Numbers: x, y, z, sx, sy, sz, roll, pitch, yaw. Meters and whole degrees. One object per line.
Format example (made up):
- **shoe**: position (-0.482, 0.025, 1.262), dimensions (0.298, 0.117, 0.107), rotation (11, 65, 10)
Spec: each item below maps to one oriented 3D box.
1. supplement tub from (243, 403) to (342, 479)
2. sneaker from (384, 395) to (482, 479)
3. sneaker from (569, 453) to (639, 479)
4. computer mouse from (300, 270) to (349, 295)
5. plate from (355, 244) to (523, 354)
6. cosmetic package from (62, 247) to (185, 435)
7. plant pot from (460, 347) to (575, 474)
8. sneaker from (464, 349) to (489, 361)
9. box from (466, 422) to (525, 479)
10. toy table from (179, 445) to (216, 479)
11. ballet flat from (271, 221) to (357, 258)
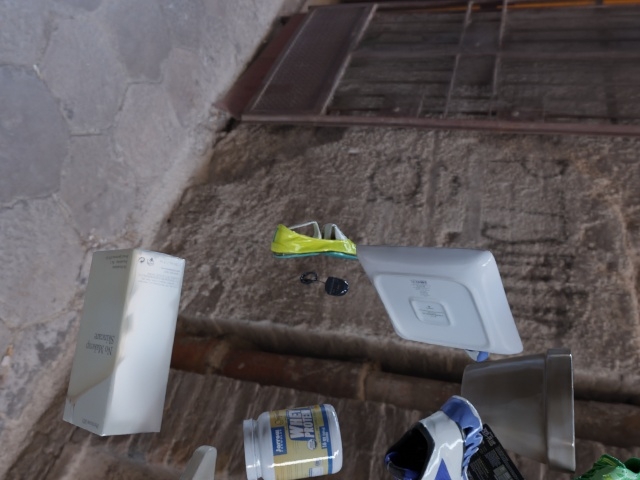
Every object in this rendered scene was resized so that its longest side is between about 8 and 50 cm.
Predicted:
- **supplement tub**: position (-0.062, 0.439, 1.111), dimensions (0.144, 0.200, 0.144), rotation (175, -90, -82)
- **sneaker**: position (0.216, 0.481, 1.057), dimensions (0.127, 0.182, 0.315), rotation (30, -55, 59)
- **sneaker**: position (0.693, 0.597, 1.279), dimensions (0.109, 0.296, 0.123), rotation (177, -87, -67)
- **computer mouse**: position (0.016, 0.162, 1.937), dimensions (0.041, 0.242, 0.071), rotation (19, 85, -46)
- **plate**: position (0.220, 0.123, 0.988), dimensions (0.045, 0.277, 0.278), rotation (-55, 131, -34)
- **cosmetic package**: position (-0.354, 0.177, 0.932), dimensions (0.113, 0.160, 0.309), rotation (19, 72, -46)
- **plant pot**: position (0.546, 0.449, 1.418), dimensions (0.323, 0.280, 0.323), rotation (4, 86, -63)
- **sneaker**: position (0.443, 0.301, 1.673), dimensions (0.131, 0.112, 0.296), rotation (-44, 111, -26)
- **box**: position (0.392, 0.557, 1.226), dimensions (0.077, 0.147, 0.180), rotation (54, 4, -29)
- **toy table**: position (-0.233, 0.482, 0.834), dimensions (0.161, 0.274, 0.252), rotation (21, 83, -66)
- **ballet flat**: position (0.000, 0.000, 1.087), dimensions (0.231, 0.077, 0.077), rotation (3, 89, -35)
